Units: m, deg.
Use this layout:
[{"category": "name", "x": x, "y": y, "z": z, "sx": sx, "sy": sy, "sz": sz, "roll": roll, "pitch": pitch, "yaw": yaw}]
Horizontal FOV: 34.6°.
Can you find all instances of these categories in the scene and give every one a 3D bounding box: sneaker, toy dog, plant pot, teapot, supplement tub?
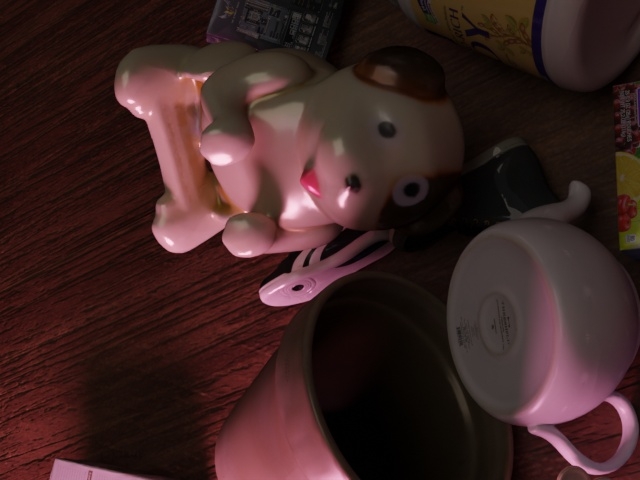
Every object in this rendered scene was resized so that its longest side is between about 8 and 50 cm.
[{"category": "sneaker", "x": 0.000, "y": 0.000, "z": 1.453, "sx": 0.216, "sy": 0.079, "sz": 0.121, "roll": -28, "pitch": 59, "yaw": 17}, {"category": "toy dog", "x": -0.002, "y": -0.115, "z": 1.310, "sx": 0.407, "sy": 0.395, "sz": 0.285, "roll": 13, "pitch": 112, "yaw": 48}, {"category": "plant pot", "x": 0.023, "y": 0.239, "z": 1.252, "sx": 0.280, "sy": 0.323, "sz": 0.323, "roll": -36, "pitch": 59, "yaw": 38}, {"category": "teapot", "x": 0.279, "y": 0.096, "z": 1.184, "sx": 0.252, "sy": 0.187, "sz": 0.256, "roll": 51, "pitch": 134, "yaw": 51}, {"category": "supplement tub", "x": 0.240, "y": -0.348, "z": 1.285, "sx": 0.331, "sy": 0.241, "sz": 0.241, "roll": 31, "pitch": 95, "yaw": 35}, {"category": "sneaker", "x": 0.195, "y": -0.027, "z": 1.322, "sx": 0.222, "sy": 0.083, "sz": 0.118, "roll": -36, "pitch": 61, "yaw": 19}]

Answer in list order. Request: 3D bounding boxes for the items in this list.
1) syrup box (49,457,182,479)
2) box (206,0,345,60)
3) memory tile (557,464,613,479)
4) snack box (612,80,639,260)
[{"category": "syrup box", "x": -0.288, "y": 0.387, "z": 1.516, "sx": 0.236, "sy": 0.093, "sz": 0.096, "roll": 4, "pitch": 79, "yaw": 33}, {"category": "box", "x": -0.051, "y": -0.382, "z": 1.534, "sx": 0.183, "sy": 0.059, "sz": 0.233, "roll": 17, "pitch": 86, "yaw": -6}, {"category": "memory tile", "x": 0.315, "y": 0.320, "z": 1.139, "sx": 0.148, "sy": 0.012, "sz": 0.113, "roll": 21, "pitch": 90, "yaw": -8}, {"category": "snack box", "x": 0.436, "y": -0.090, "z": 1.191, "sx": 0.174, "sy": 0.070, "sz": 0.207, "roll": -6, "pitch": 75, "yaw": 32}]
